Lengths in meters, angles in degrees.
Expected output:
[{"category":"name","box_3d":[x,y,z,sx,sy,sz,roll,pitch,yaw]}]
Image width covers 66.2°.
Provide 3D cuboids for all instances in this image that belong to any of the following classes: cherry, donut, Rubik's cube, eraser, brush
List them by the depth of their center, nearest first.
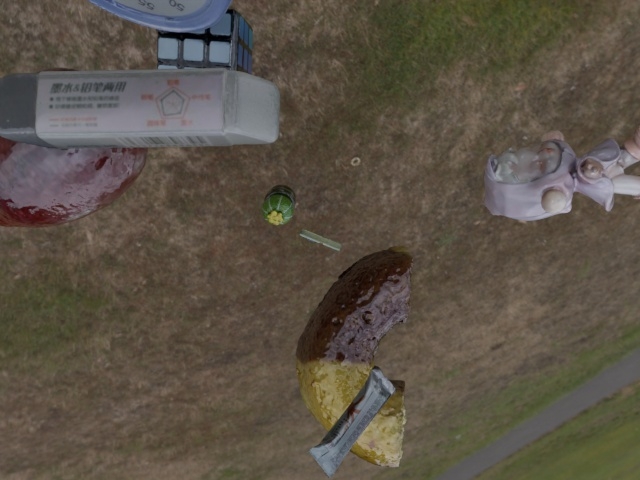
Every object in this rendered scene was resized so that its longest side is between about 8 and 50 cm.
[{"category":"eraser","box_3d":[-0.230,-0.166,0.623,0.352,0.089,0.061,0,173,3]},{"category":"donut","box_3d":[0.045,0.138,0.626,0.151,0.294,0.112,6,168,-1]},{"category":"cherry","box_3d":[-0.406,-0.140,0.767,0.300,0.230,0.203,-50,165,-7]},{"category":"brush","box_3d":[0.000,0.000,0.935,0.084,0.016,0.013,21,143,3]},{"category":"Rubik's cube","box_3d":[-0.231,-0.377,1.010,0.163,0.162,0.160,6,101,5]}]

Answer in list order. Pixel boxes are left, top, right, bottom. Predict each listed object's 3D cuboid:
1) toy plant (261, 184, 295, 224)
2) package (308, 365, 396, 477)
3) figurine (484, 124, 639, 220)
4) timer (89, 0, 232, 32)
[{"category":"toy plant","box_3d":[-0.120,-0.098,1.409,0.093,0.162,0.092,1,120,1]},{"category":"package","box_3d":[0.033,0.173,0.474,0.110,0.037,0.015,-44,-168,-31]},{"category":"figurine","box_3d":[0.408,-0.104,0.815,0.276,0.200,0.133,-5,134,30]},{"category":"timer","box_3d":[-0.303,-0.471,0.755,0.395,0.173,0.395,13,167,3]}]
